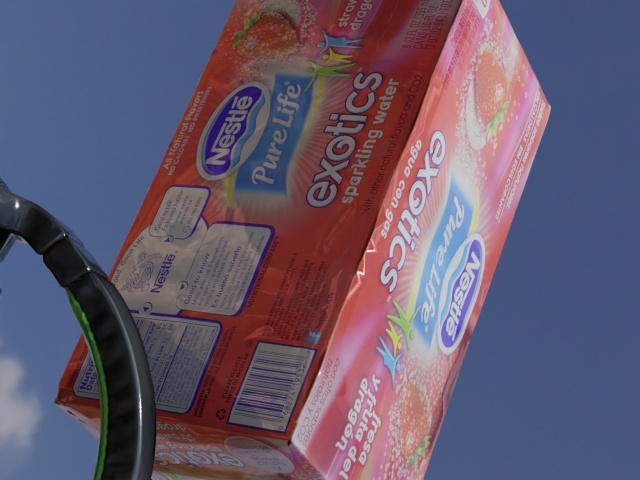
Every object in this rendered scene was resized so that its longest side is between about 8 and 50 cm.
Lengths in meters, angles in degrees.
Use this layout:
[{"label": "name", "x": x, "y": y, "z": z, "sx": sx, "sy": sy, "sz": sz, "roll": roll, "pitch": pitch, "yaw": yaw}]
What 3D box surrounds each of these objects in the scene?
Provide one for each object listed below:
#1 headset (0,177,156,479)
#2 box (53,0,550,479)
[{"label": "headset", "x": -0.252, "y": 0.028, "z": 0.743, "sx": 0.394, "sy": 0.243, "sz": 0.185, "roll": 47, "pitch": -4, "yaw": 8}, {"label": "box", "x": 0.000, "y": 0.000, "z": 0.905, "sx": 0.154, "sy": 0.142, "sz": 0.300, "roll": 5, "pitch": -120, "yaw": 30}]
